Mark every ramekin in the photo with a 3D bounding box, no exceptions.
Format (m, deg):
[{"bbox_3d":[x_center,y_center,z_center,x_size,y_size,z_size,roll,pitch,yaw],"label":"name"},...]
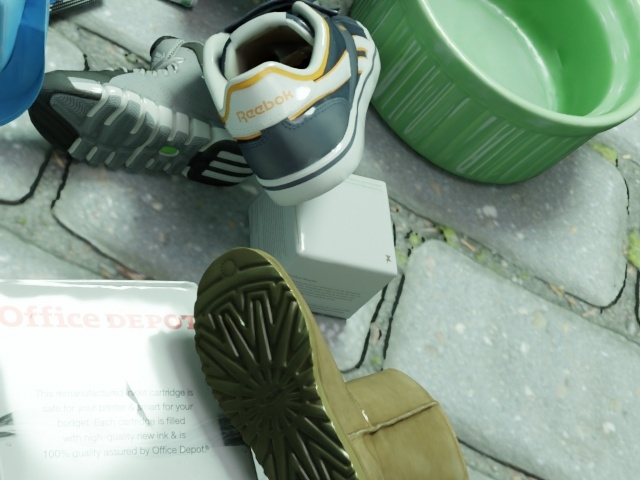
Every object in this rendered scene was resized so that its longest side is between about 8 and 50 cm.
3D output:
[{"bbox_3d":[0.175,-0.204,1.628,0.303,0.148,0.303,17,52,-24],"label":"ramekin"}]

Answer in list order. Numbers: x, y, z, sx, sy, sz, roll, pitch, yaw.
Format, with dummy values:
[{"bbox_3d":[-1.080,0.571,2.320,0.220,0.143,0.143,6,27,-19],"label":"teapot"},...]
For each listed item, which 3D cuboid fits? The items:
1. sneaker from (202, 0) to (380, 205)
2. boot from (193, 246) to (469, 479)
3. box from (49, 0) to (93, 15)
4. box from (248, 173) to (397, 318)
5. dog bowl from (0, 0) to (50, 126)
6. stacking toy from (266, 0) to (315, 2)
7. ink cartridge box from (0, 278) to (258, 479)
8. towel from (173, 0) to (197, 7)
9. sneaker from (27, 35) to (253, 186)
[{"bbox_3d":[-0.024,-0.158,1.407,0.127,0.126,0.321,59,13,-24],"label":"sneaker"},{"bbox_3d":[0.014,0.122,1.266,0.269,0.089,0.236,4,64,-69],"label":"boot"},{"bbox_3d":[-0.249,-0.280,1.381,0.045,0.184,0.191,29,38,30],"label":"box"},{"bbox_3d":[0.000,0.000,1.417,0.101,0.087,0.102,13,55,-27],"label":"box"},{"bbox_3d":[-0.283,-0.226,1.255,0.166,0.297,0.074,11,39,0],"label":"dog bowl"},{"bbox_3d":[0.065,-0.349,1.540,0.130,0.279,0.309,47,51,-24],"label":"stacking toy"},{"bbox_3d":[-0.161,0.182,1.165,0.211,0.121,0.289,3,59,-33],"label":"ink cartridge box"},{"bbox_3d":[-0.177,-0.293,1.539,0.152,0.023,0.113,23,50,-19],"label":"towel"},{"bbox_3d":[-0.159,-0.131,1.413,0.229,0.086,0.132,17,47,-36],"label":"sneaker"}]
